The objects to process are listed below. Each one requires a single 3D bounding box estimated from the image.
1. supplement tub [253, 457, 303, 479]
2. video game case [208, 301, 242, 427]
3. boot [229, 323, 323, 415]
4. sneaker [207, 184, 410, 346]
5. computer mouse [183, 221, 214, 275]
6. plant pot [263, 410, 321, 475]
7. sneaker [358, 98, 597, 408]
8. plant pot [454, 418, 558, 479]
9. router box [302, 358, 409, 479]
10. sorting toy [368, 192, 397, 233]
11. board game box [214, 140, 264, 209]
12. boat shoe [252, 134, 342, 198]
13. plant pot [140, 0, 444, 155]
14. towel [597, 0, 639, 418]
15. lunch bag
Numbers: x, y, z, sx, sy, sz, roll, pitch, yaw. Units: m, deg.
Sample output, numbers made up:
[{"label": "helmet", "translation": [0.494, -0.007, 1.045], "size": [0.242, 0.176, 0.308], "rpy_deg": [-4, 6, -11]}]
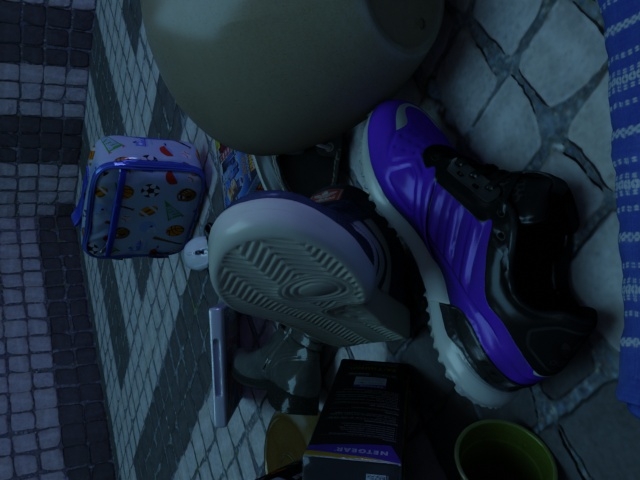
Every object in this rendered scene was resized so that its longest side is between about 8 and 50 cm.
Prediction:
[{"label": "supplement tub", "translation": [-0.041, 0.332, 0.775], "size": [0.117, 0.190, 0.116], "rpy_deg": [-3, 83, 24]}, {"label": "video game case", "translation": [-0.155, 0.194, 1.091], "size": [0.201, 0.023, 0.183], "rpy_deg": [100, 168, -89]}, {"label": "boot", "translation": [-0.051, 0.143, 0.950], "size": [0.246, 0.084, 0.161], "rpy_deg": [9, 88, 62]}, {"label": "sneaker", "translation": [0.000, 0.000, 0.610], "size": [0.350, 0.131, 0.148], "rpy_deg": [49, -143, -65]}, {"label": "computer mouse", "translation": [-0.242, 0.028, 1.316], "size": [0.193, 0.042, 0.106], "rpy_deg": [-17, 78, 61]}, {"label": "plant pot", "translation": [-0.033, 0.347, 0.954], "size": [0.236, 0.032, 0.236], "rpy_deg": [7, 98, 63]}, {"label": "sneaker", "translation": [0.137, -0.025, 0.546], "size": [0.146, 0.102, 0.293], "rpy_deg": [-48, 54, 45]}, {"label": "plant pot", "translation": [0.149, 0.211, 0.559], "size": [0.083, 0.083, 0.079], "rpy_deg": [-124, 30, -45]}, {"label": "router box", "translation": [0.038, 0.298, 0.630], "size": [0.243, 0.081, 0.308], "rpy_deg": [-42, -46, -78]}, {"label": "sorting toy", "translation": [0.076, -0.044, 0.737], "size": [0.083, 0.012, 0.062], "rpy_deg": [60, 142, 42]}, {"label": "board game box", "translation": [-0.101, -0.136, 1.016], "size": [0.194, 0.060, 0.194], "rpy_deg": [-32, 64, 58]}, {"label": "boat shoe", "translation": [-0.027, -0.186, 0.818], "size": [0.095, 0.112, 0.335], "rpy_deg": [147, 121, -64]}, {"label": "plant pot", "translation": [0.004, -0.228, 0.625], "size": [0.191, 0.284, 0.284], "rpy_deg": [2, 94, 42]}, {"label": "towel", "translation": [0.215, -0.052, 0.345], "size": [0.243, 0.040, 0.335], "rpy_deg": [132, 134, -86]}, {"label": "lunch bag", "translation": [-0.379, -0.076, 1.353], "size": [0.303, 0.243, 0.115], "rpy_deg": [-62, 40, 43]}]
